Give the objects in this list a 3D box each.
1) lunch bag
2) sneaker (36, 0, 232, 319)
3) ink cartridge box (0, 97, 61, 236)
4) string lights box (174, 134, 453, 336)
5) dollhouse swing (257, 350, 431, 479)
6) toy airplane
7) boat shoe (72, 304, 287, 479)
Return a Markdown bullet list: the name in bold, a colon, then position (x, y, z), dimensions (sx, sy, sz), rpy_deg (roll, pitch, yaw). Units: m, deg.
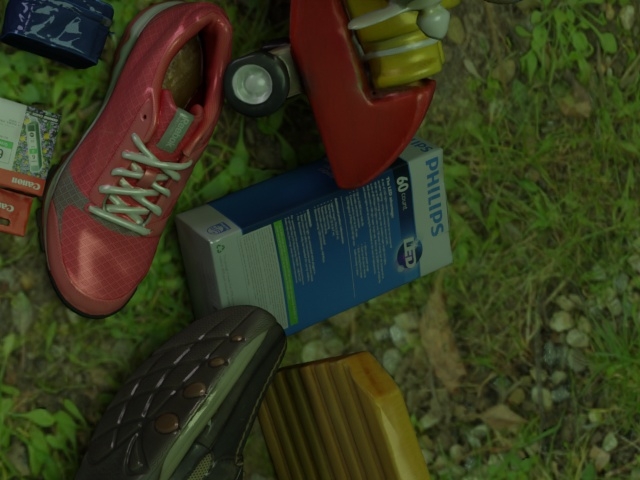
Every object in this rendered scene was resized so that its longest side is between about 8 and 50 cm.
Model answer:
- **lunch bag**: position (-0.233, -0.199, 1.304), dimensions (0.098, 0.067, 0.065), rpy_deg (18, 83, -26)
- **sneaker**: position (-0.163, -0.082, 1.301), dimensions (0.116, 0.136, 0.313), rpy_deg (22, 80, -23)
- **ink cartridge box**: position (-0.279, -0.066, 1.303), dimensions (0.063, 0.029, 0.115), rpy_deg (15, 83, -26)
- **string lights box**: position (0.000, 0.000, 1.392), dimensions (0.260, 0.077, 0.133), rpy_deg (-22, 122, -25)
- **dollhouse swing**: position (-0.040, 0.310, 1.253), dimensions (0.315, 0.347, 0.305), rpy_deg (-34, 95, -22)
- **toy airplane**: position (0.070, -0.284, 1.262), dimensions (0.272, 0.384, 0.386), rpy_deg (7, 59, 9)
- **boat shoe**: position (-0.137, 0.219, 1.276), dimensions (0.130, 0.132, 0.355), rpy_deg (43, 77, -32)
